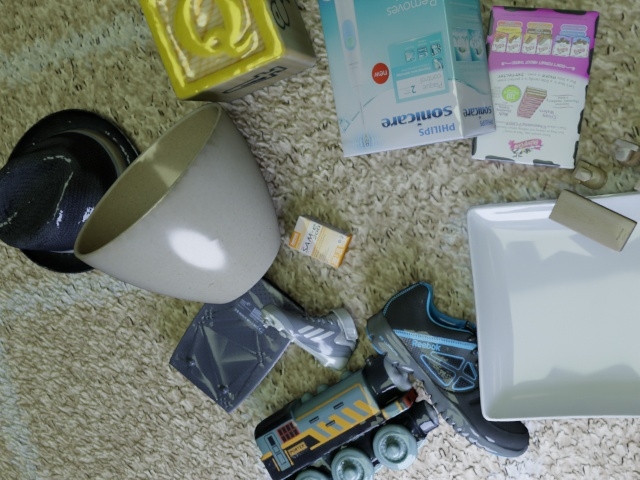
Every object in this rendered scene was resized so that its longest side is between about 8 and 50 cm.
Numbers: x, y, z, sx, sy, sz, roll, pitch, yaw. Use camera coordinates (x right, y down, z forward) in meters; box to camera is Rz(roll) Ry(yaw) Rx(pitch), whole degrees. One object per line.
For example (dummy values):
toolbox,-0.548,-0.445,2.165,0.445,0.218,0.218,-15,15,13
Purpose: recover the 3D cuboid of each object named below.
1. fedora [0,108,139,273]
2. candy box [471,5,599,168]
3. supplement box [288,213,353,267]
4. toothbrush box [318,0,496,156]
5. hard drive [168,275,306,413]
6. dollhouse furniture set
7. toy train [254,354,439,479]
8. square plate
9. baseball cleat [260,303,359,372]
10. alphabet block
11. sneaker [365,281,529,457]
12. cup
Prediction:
fedora,-0.495,-0.082,1.233,0.334,0.152,0.334,3,101,14
candy box,0.330,-0.237,1.038,0.159,0.071,0.233,9,101,13
supplement box,0.000,0.000,1.181,0.098,0.036,0.062,23,104,10
toothbrush box,0.128,-0.290,1.017,0.216,0.126,0.295,-3,101,39
hard drive,-0.152,0.179,1.241,0.172,0.054,0.254,38,105,6
dollhouse furniture set,0.464,-0.073,1.019,0.144,0.123,0.151,32,111,28
toy train,0.040,0.344,1.184,0.334,0.142,0.190,-34,81,17
square plate,0.418,0.103,1.048,0.344,0.049,0.347,-5,82,14
baseball cleat,-0.013,0.146,1.163,0.206,0.072,0.109,43,78,-34
alphabet block,-0.143,-0.343,1.075,0.193,0.197,0.192,-21,93,17
sneaker,0.236,0.219,1.114,0.341,0.125,0.139,43,102,2
cup,-0.204,-0.030,1.109,0.331,0.331,0.237,-37,117,17
